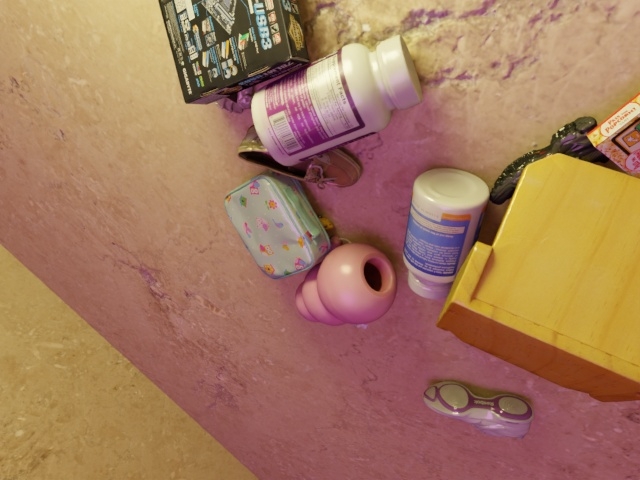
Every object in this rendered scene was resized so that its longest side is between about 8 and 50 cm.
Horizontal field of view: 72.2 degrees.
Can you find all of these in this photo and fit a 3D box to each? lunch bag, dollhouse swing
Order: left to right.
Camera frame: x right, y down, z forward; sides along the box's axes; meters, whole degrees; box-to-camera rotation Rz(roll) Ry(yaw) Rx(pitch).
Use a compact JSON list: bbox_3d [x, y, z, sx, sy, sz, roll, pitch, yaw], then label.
[{"bbox_3d":[-0.105,-0.040,1.142,0.224,0.108,0.279,-22,102,40],"label":"lunch bag"},{"bbox_3d":[0.447,0.073,0.815,0.346,0.305,0.315,22,163,15],"label":"dollhouse swing"}]

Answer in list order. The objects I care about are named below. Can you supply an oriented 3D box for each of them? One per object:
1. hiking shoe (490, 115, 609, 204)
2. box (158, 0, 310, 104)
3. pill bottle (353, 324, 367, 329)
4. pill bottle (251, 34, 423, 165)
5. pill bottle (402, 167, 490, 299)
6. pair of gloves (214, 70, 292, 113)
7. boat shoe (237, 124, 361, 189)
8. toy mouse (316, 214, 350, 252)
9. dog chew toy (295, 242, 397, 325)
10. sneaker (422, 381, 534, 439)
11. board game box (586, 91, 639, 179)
[{"bbox_3d":[0.425,-0.117,0.815,0.114,0.086,0.227,45,133,-5],"label":"hiking shoe"},{"bbox_3d":[-0.181,-0.446,0.842,0.293,0.073,0.296,-8,100,33],"label":"box"},{"bbox_3d":[0.103,0.232,1.310,0.083,0.043,0.043,28,134,6],"label":"pill bottle"},{"bbox_3d":[0.033,-0.269,0.846,0.301,0.169,0.169,-16,117,23],"label":"pill bottle"},{"bbox_3d":[0.260,-0.005,0.954,0.152,0.152,0.272,16,132,18],"label":"pill bottle"},{"bbox_3d":[-0.134,-0.327,0.998,0.240,0.042,0.204,41,134,-6],"label":"pair of gloves"},{"bbox_3d":[-0.049,-0.176,1.014,0.285,0.089,0.105,18,142,4],"label":"boat shoe"},{"bbox_3d":[0.000,0.000,1.191,0.161,0.031,0.143,25,134,10],"label":"toy mouse"},{"bbox_3d":[0.046,0.134,1.165,0.206,0.207,0.332,46,141,-11],"label":"dog chew toy"},{"bbox_3d":[0.452,0.513,1.287,0.305,0.114,0.152,7,127,26],"label":"sneaker"},{"bbox_3d":[0.551,-0.183,0.677,0.146,0.045,0.193,31,128,-17],"label":"board game box"}]
